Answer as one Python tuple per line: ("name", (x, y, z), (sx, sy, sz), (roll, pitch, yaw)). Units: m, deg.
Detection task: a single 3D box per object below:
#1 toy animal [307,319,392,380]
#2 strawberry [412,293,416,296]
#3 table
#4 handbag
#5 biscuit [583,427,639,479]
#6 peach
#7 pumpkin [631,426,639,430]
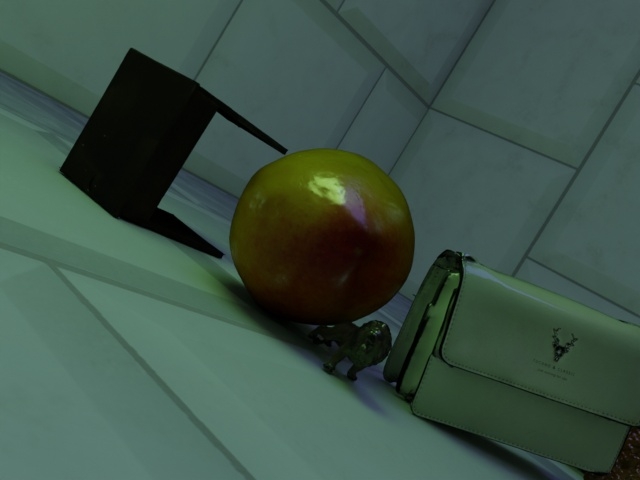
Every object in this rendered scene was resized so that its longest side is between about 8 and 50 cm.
("toy animal", (0.033, 0.149, 1.004), (0.069, 0.086, 0.220), (33, -17, -21))
("strawberry", (0.434, 0.289, 2.343), (0.253, 0.150, 0.280), (1, 25, -42))
("table", (-0.248, -0.143, 1.293), (0.196, 0.250, 0.282), (32, 1, 36))
("handbag", (0.310, 0.184, 1.109), (0.358, 0.237, 0.160), (21, 3, -15))
("biscuit", (0.528, 0.367, 1.099), (0.254, 0.254, 0.035), (35, -39, 56))
("peach", (-0.004, 0.003, 1.114), (0.289, 0.289, 0.308), (31, 27, -11))
("pumpkin", (0.644, 0.361, 1.483), (0.238, 0.315, 0.315), (41, 7, 32))
